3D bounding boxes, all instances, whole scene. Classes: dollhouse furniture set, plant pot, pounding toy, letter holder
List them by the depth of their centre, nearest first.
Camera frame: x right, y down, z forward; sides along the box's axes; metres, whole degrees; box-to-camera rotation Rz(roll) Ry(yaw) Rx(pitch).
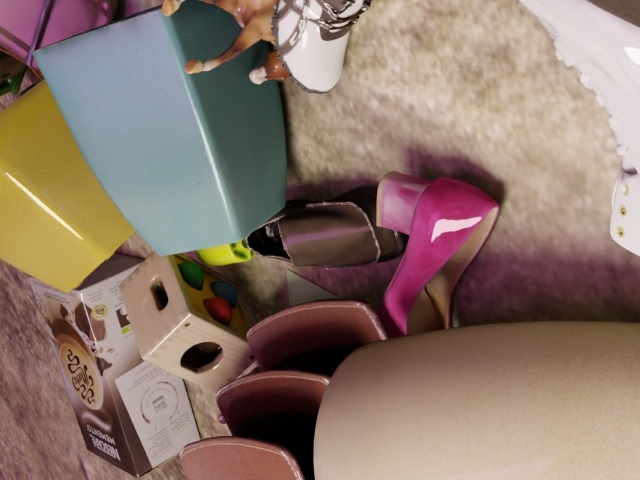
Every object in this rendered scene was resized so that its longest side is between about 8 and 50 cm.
[{"bbox_3d":[0.179,0.166,0.858,0.274,0.256,0.256,-25,91,41],"label":"plant pot"},{"bbox_3d":[-0.135,-0.115,1.084,0.165,0.165,0.234,-10,106,30],"label":"plant pot"},{"bbox_3d":[-0.032,0.188,1.094,0.302,0.152,0.214,-22,94,62],"label":"letter holder"},{"bbox_3d":[-0.287,-0.066,1.250,0.187,0.212,0.212,48,145,-7],"label":"plant pot"},{"bbox_3d":[-0.115,0.122,1.292,0.094,0.206,0.181,-44,43,15],"label":"pounding toy"},{"bbox_3d":[-0.356,-0.259,1.433,0.197,0.151,0.301,34,123,6],"label":"dollhouse furniture set"}]

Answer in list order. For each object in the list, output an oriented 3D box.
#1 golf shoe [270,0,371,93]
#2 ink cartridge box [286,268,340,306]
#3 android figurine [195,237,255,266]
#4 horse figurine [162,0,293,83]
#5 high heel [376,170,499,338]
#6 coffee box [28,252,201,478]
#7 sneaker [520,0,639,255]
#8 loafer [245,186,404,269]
[{"bbox_3d":[0.010,-0.211,0.954,0.094,0.077,0.198,31,136,39],"label":"golf shoe"},{"bbox_3d":[0.006,0.170,1.242,0.171,0.056,0.235,27,134,43],"label":"ink cartridge box"},{"bbox_3d":[-0.150,-0.088,1.278,0.273,0.056,0.248,-8,106,53],"label":"android figurine"},{"bbox_3d":[-0.067,-0.259,0.976,0.066,0.174,0.263,15,113,38],"label":"horse figurine"},{"bbox_3d":[0.115,0.054,1.002,0.117,0.082,0.244,19,120,40],"label":"high heel"},{"bbox_3d":[-0.301,0.175,1.601,0.168,0.119,0.297,9,119,50],"label":"coffee box"},{"bbox_3d":[0.210,-0.084,0.740,0.292,0.108,0.169,44,139,24],"label":"sneaker"},{"bbox_3d":[0.000,0.000,1.108,0.220,0.078,0.080,-7,106,55],"label":"loafer"}]
